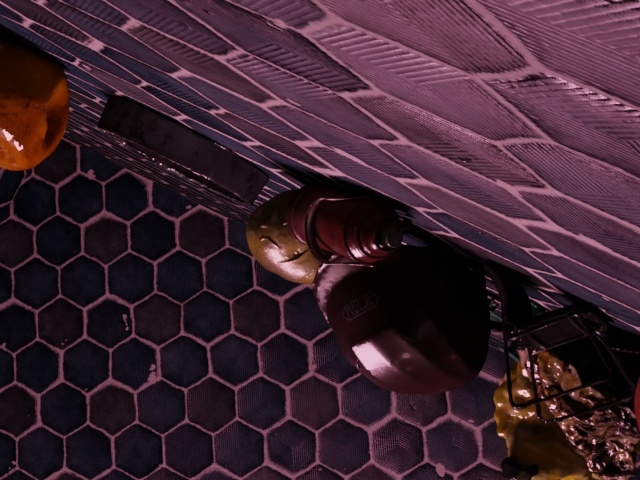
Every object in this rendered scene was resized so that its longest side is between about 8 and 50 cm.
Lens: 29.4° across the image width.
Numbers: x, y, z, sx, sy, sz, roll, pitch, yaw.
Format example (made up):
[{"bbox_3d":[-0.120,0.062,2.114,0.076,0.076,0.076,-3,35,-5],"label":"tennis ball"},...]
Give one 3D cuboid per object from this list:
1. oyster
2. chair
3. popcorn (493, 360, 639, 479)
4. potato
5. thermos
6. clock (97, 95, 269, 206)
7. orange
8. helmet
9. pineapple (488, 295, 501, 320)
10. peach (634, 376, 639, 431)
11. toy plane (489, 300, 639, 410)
[{"bbox_3d":[0.380,0.250,1.818,0.223,0.083,0.214,36,161,33],"label":"oyster"},{"bbox_3d":[0.324,0.124,1.691,0.145,0.221,0.140,-21,154,20],"label":"chair"},{"bbox_3d":[0.436,0.281,2.034,0.293,0.293,0.237,23,168,46],"label":"popcorn"},{"bbox_3d":[0.000,0.000,1.888,0.248,0.143,0.169,15,-167,-29],"label":"potato"},{"bbox_3d":[0.048,-0.021,1.683,0.124,0.098,0.232,-11,-166,-27],"label":"thermos"},{"bbox_3d":[-0.237,-0.150,2.098,0.313,0.061,0.312,26,177,2],"label":"clock"},{"bbox_3d":[-0.519,-0.238,1.967,0.249,0.183,0.249,25,157,11],"label":"orange"},{"bbox_3d":[0.130,0.132,1.821,0.305,0.177,0.225,18,143,-41],"label":"helmet"},{"bbox_3d":[0.256,0.122,2.245,0.103,0.083,0.221,27,174,-9],"label":"pineapple"},{"bbox_3d":[0.473,0.217,1.566,0.152,0.152,0.152,27,176,2],"label":"peach"},{"bbox_3d":[0.383,0.164,1.875,0.155,0.106,0.382,37,172,-33],"label":"toy plane"}]
